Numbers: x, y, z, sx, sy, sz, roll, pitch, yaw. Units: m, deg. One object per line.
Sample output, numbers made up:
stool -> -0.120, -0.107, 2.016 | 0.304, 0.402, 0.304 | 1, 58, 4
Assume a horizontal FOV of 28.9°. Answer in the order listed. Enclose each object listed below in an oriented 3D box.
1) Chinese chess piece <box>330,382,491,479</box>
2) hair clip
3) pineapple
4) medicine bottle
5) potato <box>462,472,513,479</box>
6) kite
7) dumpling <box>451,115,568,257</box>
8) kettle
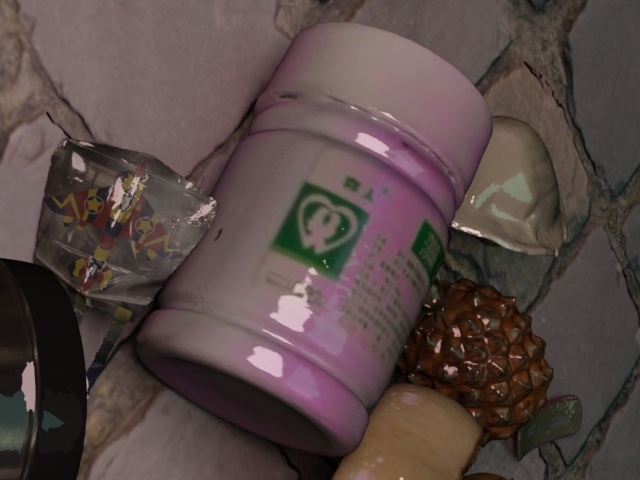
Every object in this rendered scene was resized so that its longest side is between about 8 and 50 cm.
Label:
Chinese chess piece -> 0.058, 0.256, 1.142 | 0.257, 0.104, 0.257 | -58, 169, -18
hair clip -> 0.271, 0.225, 1.496 | 0.137, 0.022, 0.054 | -15, 104, -44
pineapple -> 0.142, 0.107, 1.259 | 0.166, 0.166, 0.193 | -49, 118, -31
medicine bottle -> 0.000, 0.000, 1.075 | 0.212, 0.212, 0.325 | 43, 63, -38
potato -> 0.157, 0.360, 1.340 | 0.138, 0.098, 0.243 | -41, 127, -31
kite -> -0.185, 0.040, 0.980 | 0.015, 0.141, 0.245 | 89, 24, -80
dumpling -> 0.197, -0.046, 1.311 | 0.216, 0.126, 0.166 | 29, 31, -61
kettle -> -0.325, 0.114, 0.799 | 0.271, 0.251, 0.207 | 7, 57, -38
